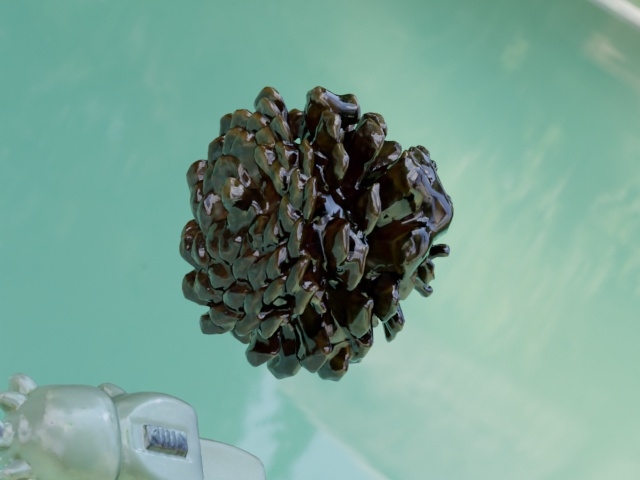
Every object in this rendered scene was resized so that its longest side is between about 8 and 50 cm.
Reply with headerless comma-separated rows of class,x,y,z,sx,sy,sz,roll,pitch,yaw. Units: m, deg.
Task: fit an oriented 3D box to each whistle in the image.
whistle,-0.140,0.156,1.294,0.244,0.092,0.110,16,53,-41

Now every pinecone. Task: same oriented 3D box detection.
pinecone,0.000,0.000,2.458,0.397,0.398,0.398,29,16,-9
